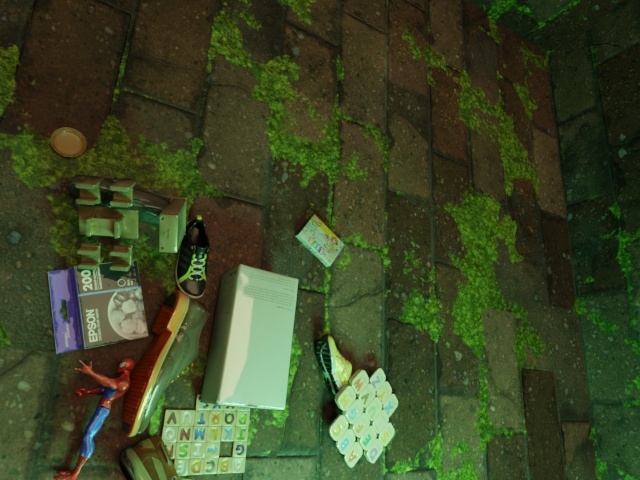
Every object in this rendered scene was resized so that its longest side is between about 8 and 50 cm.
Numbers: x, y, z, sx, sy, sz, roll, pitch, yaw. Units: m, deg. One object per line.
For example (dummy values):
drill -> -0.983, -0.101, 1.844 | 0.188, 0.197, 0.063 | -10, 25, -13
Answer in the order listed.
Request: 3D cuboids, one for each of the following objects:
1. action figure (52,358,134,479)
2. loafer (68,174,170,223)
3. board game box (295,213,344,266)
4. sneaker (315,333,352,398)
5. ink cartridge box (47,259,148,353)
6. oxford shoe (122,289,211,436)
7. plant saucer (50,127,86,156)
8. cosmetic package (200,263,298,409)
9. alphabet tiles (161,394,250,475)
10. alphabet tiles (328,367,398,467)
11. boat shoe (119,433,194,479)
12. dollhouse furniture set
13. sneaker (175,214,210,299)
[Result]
action figure -> -0.544, 0.390, 1.063 | 0.139, 0.091, 0.281 | 33, 65, -13
loafer -> -0.527, -0.120, 1.236 | 0.267, 0.096, 0.084 | 21, 47, -34
board game box -> 0.000, 0.000, 1.565 | 0.154, 0.026, 0.103 | 45, 58, -14
sneaker -> 0.052, 0.391, 1.460 | 0.094, 0.081, 0.209 | -20, 99, -35
ink cartridge box -> -0.555, 0.160, 1.153 | 0.208, 0.045, 0.207 | -7, 81, -33
oxford shoe -> -0.382, 0.318, 1.172 | 0.132, 0.129, 0.364 | 34, 64, -33
plant saucer -> -0.667, -0.257, 1.217 | 0.083, 0.015, 0.084 | 10, 70, -31
cosmetic package -> -0.193, 0.272, 1.282 | 0.196, 0.155, 0.366 | 19, 66, -28
alphabet tiles -> -0.304, 0.517, 1.232 | 0.237, 0.009, 0.199 | 13, 70, -30
alphabet tiles -> 0.147, 0.559, 1.464 | 0.278, 0.021, 0.284 | -39, 112, -34
boat shoe -> -0.343, 0.606, 1.082 | 0.119, 0.122, 0.324 | -29, 78, -39
dollhouse furniture set -> -0.475, -0.050, 1.168 | 0.241, 0.161, 0.212 | 5, 109, -10
sneaker -> -0.354, 0.044, 1.282 | 0.084, 0.097, 0.235 | 3, 75, -32
